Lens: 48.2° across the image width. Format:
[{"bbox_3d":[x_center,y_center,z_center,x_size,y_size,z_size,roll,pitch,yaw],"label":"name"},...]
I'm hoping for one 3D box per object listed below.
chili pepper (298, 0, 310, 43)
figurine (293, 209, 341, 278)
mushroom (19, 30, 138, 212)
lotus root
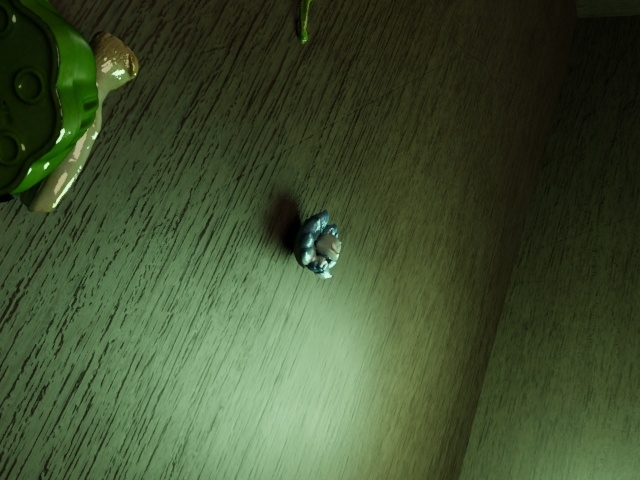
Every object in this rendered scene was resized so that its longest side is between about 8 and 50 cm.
[{"bbox_3d":[-0.023,-0.344,1.093,0.030,0.017,0.083,6,93,-69],"label":"chili pepper"},{"bbox_3d":[0.000,0.000,1.139,0.114,0.079,0.114,-9,102,-53],"label":"figurine"},{"bbox_3d":[-0.242,-0.115,0.715,0.054,0.059,0.202,33,66,-39],"label":"mushroom"},{"bbox_3d":[-0.258,-0.133,0.610,0.186,0.186,0.186,-19,112,-57],"label":"lotus root"}]
